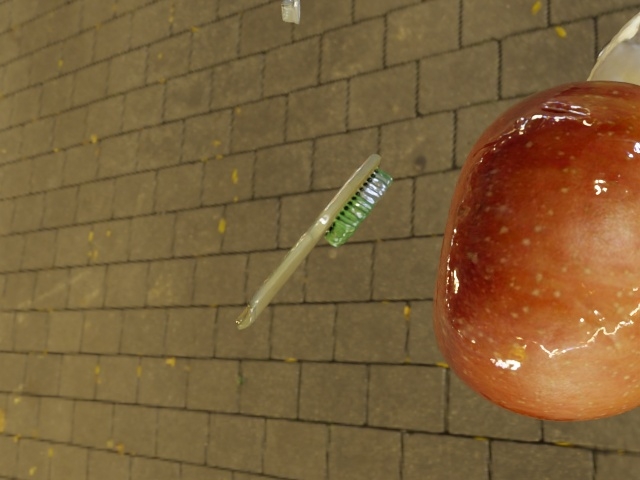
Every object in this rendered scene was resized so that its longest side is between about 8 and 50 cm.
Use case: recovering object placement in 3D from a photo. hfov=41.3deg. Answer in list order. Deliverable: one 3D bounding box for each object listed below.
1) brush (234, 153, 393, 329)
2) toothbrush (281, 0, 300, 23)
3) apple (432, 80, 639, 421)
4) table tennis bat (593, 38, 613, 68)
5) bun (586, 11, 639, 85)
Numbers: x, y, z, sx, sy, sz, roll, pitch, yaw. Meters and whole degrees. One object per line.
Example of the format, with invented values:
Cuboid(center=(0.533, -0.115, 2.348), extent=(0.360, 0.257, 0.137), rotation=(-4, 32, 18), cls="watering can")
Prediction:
Cuboid(center=(0.000, 0.000, 0.936), extent=(0.048, 0.282, 0.054), rotation=(40, 141, 1), cls="brush")
Cuboid(center=(-0.024, -0.225, 0.673), extent=(0.017, 0.194, 0.014), rotation=(6, 74, 1), cls="toothbrush")
Cuboid(center=(0.156, 0.008, 0.494), extent=(0.162, 0.201, 0.201), rotation=(15, 90, 13), cls="apple")
Cuboid(center=(0.415, -0.209, 1.080), extent=(0.027, 0.150, 0.236), rotation=(-24, 25, 55), cls="table tennis bat")
Cuboid(center=(0.364, -0.085, 0.762), extent=(0.175, 0.263, 0.263), rotation=(39, 107, 49), cls="bun")
